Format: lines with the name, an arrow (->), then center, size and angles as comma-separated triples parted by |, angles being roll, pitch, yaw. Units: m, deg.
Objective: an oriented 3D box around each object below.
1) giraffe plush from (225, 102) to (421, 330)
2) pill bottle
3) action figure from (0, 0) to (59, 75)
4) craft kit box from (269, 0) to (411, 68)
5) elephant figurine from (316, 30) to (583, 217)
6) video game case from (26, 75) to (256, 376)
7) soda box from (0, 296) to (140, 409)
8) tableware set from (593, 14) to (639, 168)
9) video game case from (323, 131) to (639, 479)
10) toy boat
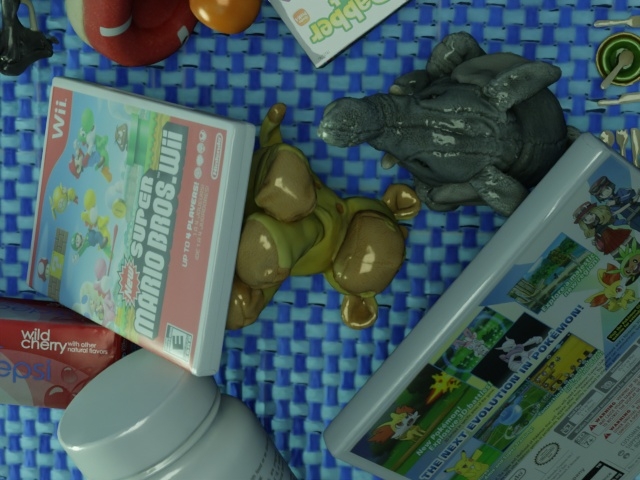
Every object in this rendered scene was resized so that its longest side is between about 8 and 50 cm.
giraffe plush -> 0.000, 0.000, 1.067 | 0.170, 0.210, 0.181 | 24, 118, -15
pill bottle -> -0.097, 0.237, 1.069 | 0.160, 0.160, 0.283 | -27, 113, 9
action figure -> -0.255, -0.287, 1.052 | 0.164, 0.141, 0.276 | 35, 107, 32
craft kit box -> 0.025, -0.322, 1.069 | 0.250, 0.061, 0.247 | -36, 96, 9
elephant figurine -> 0.123, -0.083, 0.997 | 0.186, 0.239, 0.169 | -32, 94, 9
video game case -> -0.164, -0.023, 1.049 | 0.285, 0.025, 0.204 | 19, 103, 47
soda box -> -0.305, 0.100, 1.140 | 0.263, 0.092, 0.083 | 4, 99, 5
tableware set -> 0.299, -0.128, 1.083 | 0.104, 0.024, 0.154 | -5, 97, 6
video game case -> 0.211, 0.106, 1.031 | 0.300, 0.036, 0.329 | 30, 107, -34
toy boat -> -0.117, -0.223, 1.010 | 0.151, 0.231, 0.151 | 35, 67, 3
